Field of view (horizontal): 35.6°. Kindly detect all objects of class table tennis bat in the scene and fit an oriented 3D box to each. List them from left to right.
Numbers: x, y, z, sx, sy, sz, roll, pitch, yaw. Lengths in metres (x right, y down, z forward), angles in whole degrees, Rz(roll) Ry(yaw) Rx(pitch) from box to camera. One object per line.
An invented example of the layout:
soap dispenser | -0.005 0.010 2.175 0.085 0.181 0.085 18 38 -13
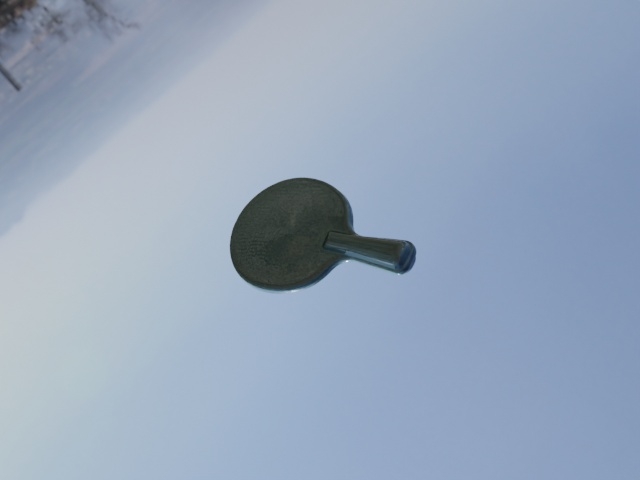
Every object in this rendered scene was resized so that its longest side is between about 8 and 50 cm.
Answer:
table tennis bat | 0.000 0.000 1.119 0.237 0.038 0.149 11 -116 33
